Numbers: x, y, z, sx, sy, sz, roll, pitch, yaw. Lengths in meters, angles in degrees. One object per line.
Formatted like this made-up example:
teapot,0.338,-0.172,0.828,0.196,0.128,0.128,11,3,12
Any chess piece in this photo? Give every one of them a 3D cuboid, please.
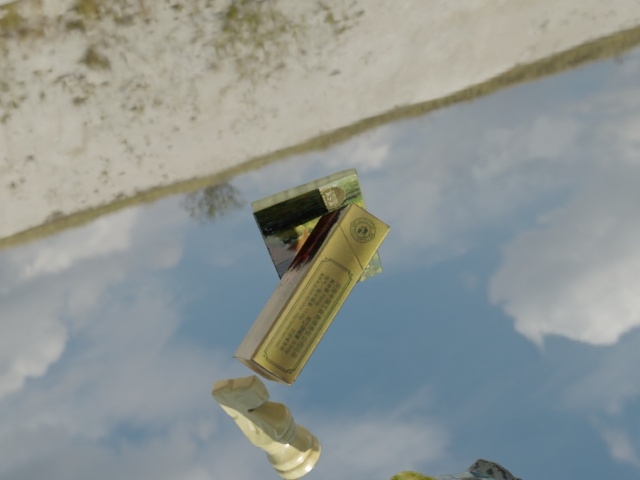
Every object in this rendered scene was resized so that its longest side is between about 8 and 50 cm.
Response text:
chess piece,-0.088,0.290,1.468,0.090,0.200,0.090,-29,-152,17

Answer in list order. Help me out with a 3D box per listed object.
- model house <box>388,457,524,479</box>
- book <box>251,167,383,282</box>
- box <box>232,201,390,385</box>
model house,0.188,0.437,1.255,0.303,0.215,0.237,8,-178,-43
book,0.000,0.000,1.372,0.160,0.228,0.024,-21,-133,-3
box,-0.016,0.071,1.200,0.240,0.071,0.159,-57,-173,-12
